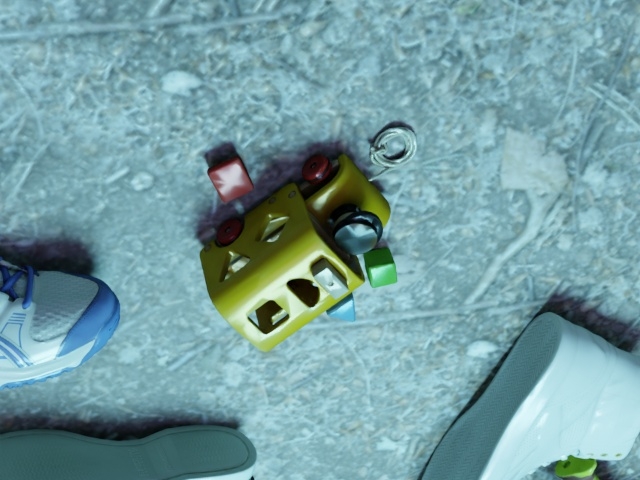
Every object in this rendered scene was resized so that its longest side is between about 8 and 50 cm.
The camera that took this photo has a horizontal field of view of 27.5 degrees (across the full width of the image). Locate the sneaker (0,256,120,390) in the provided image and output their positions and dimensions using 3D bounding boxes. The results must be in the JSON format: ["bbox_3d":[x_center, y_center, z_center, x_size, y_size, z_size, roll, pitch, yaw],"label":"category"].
[{"bbox_3d":[-0.319,0.048,1.108,0.296,0.112,0.131,-4,126,-13],"label":"sneaker"}]

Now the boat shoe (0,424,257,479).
[{"bbox_3d":[-0.212,0.247,1.282,0.302,0.114,0.091,3,119,-15],"label":"boat shoe"}]

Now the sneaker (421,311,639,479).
[{"bbox_3d":[0.234,0.223,1.382,0.169,0.108,0.292,22,117,-24],"label":"sneaker"}]

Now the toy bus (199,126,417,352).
[{"bbox_3d":[-0.006,0.010,1.163,0.191,0.104,0.202,-1,126,-14],"label":"toy bus"}]

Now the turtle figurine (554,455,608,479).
[{"bbox_3d":[0.347,0.327,1.483,0.217,0.087,0.269,42,72,-22],"label":"turtle figurine"}]
